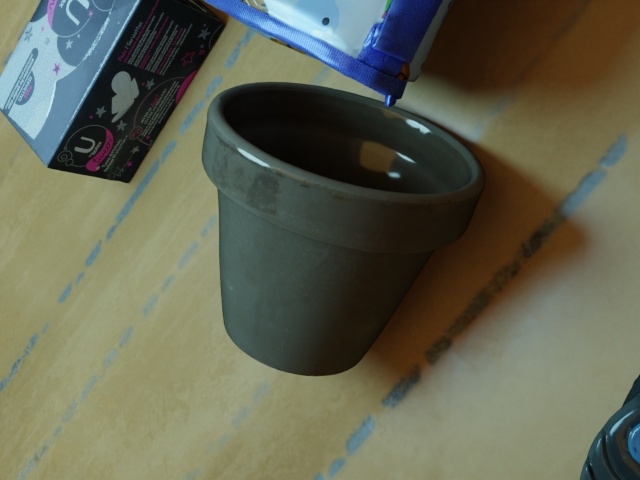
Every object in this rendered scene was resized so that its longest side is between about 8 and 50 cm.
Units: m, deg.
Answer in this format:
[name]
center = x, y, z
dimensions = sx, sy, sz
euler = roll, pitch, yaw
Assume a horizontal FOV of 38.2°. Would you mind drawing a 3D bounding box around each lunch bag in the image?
[lunch bag]
center = 0.032, -0.328, 0.868
dimensions = 0.385, 0.238, 0.328
euler = 40, 108, 53

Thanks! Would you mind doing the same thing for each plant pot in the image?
[plant pot]
center = 0.000, 0.000, 0.890
dimensions = 0.263, 0.263, 0.229
euler = 33, 120, 32

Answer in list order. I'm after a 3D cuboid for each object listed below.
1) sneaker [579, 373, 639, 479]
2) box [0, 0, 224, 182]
[sneaker]
center = 0.308, 0.117, 0.709
dimensions = 0.125, 0.139, 0.341
euler = 24, 95, 33
[box]
center = -0.269, -0.223, 1.142
dimensions = 0.163, 0.142, 0.247
euler = 44, 108, 29
